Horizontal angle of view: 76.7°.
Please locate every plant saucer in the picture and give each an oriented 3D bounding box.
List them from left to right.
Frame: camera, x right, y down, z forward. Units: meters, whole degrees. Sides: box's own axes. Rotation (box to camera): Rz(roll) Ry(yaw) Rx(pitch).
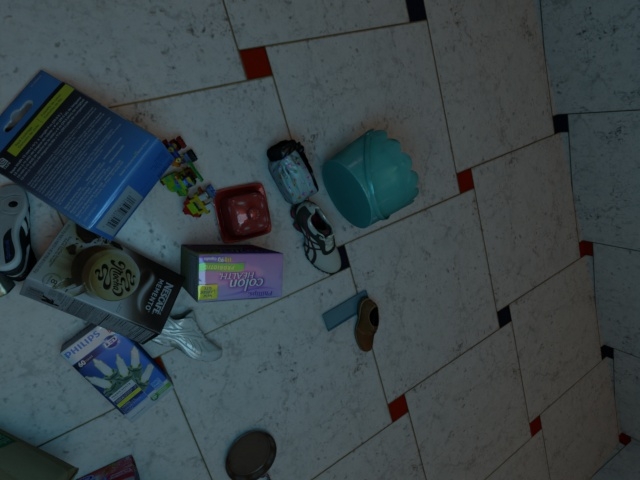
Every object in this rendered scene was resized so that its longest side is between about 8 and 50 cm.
[{"bbox_3d":[-0.221,0.676,1.276,0.168,0.029,0.168,-3,97,-29],"label":"plant saucer"},{"bbox_3d":[0.091,0.242,1.408,0.192,0.018,0.067,-27,107,-25],"label":"plant saucer"}]

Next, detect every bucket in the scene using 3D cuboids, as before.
[{"bbox_3d":[0.148,-0.184,1.262,0.183,0.281,0.281,-34,110,-19],"label":"bucket"}]

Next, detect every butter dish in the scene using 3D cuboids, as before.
[{"bbox_3d":[-0.207,-0.077,1.154,0.160,0.118,0.159,-15,103,-27],"label":"butter dish"}]

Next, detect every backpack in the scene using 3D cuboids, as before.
[{"bbox_3d":[-0.085,-0.202,1.207,0.115,0.152,0.182,-29,112,-6],"label":"backpack"}]

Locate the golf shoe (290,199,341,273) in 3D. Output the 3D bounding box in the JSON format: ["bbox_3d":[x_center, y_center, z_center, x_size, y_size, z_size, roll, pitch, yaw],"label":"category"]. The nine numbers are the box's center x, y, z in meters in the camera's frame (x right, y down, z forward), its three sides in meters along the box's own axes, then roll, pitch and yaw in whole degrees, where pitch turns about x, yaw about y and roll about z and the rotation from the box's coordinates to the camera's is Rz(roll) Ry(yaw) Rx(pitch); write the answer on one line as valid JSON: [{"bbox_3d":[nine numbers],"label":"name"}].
[{"bbox_3d":[0.000,0.000,1.277,0.105,0.120,0.273,-38,113,-22],"label":"golf shoe"}]

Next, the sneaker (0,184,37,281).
[{"bbox_3d":[-0.699,-0.009,0.920,0.079,0.121,0.216,-5,63,-20],"label":"sneaker"}]

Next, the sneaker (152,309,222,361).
[{"bbox_3d":[-0.362,0.257,1.124,0.232,0.090,0.115,34,76,-28],"label":"sneaker"}]

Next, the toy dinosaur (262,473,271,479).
[{"bbox_3d":[-0.170,0.796,1.323,0.090,0.047,0.082,7,82,-62],"label":"toy dinosaur"}]

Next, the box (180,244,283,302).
[{"bbox_3d":[-0.245,0.078,1.079,0.214,0.243,0.117,0,95,-28],"label":"box"}]

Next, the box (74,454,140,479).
[{"bbox_3d":[-0.589,0.680,1.017,0.257,0.128,0.122,-17,101,-26],"label":"box"}]

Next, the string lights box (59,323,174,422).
[{"bbox_3d":[-0.520,0.327,1.048,0.133,0.077,0.259,-40,112,-19],"label":"string lights box"}]

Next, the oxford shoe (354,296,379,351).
[{"bbox_3d":[0.169,0.308,1.418,0.076,0.076,0.212,-16,115,-31],"label":"oxford shoe"}]

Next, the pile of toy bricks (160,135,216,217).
[{"bbox_3d":[-0.375,-0.165,1.077,0.105,0.118,0.212,-23,120,11],"label":"pile of toy bricks"}]

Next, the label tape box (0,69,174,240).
[{"bbox_3d":[-0.561,-0.196,0.931,0.348,0.115,0.249,30,78,10],"label":"label tape box"}]

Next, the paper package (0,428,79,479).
[{"bbox_3d":[-0.742,0.569,0.827,0.325,0.168,0.309,24,81,3],"label":"paper package"}]

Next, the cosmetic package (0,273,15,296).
[{"bbox_3d":[-0.844,0.108,0.829,0.309,0.113,0.160,-30,109,-24],"label":"cosmetic package"}]

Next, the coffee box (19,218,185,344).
[{"bbox_3d":[-0.505,0.106,0.967,0.297,0.119,0.168,32,47,-25],"label":"coffee box"}]
